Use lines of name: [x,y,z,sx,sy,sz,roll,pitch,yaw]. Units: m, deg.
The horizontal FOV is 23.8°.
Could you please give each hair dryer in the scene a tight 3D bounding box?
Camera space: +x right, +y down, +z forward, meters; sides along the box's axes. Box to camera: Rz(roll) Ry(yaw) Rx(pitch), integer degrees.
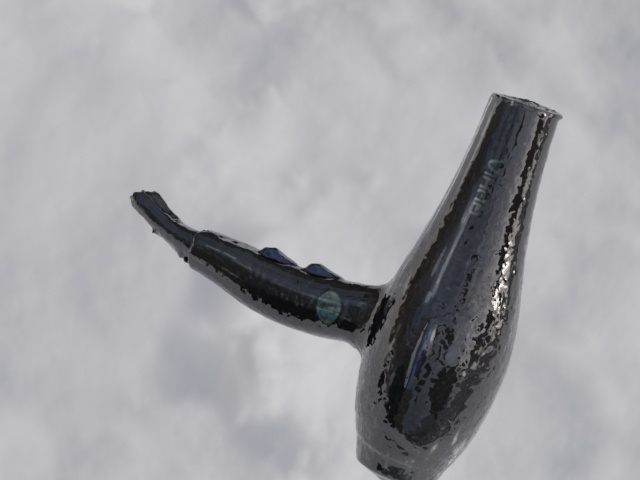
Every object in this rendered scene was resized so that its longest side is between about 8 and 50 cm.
hair dryer: [0.000,0.000,0.758,0.219,0.075,0.196,20,99,19]
